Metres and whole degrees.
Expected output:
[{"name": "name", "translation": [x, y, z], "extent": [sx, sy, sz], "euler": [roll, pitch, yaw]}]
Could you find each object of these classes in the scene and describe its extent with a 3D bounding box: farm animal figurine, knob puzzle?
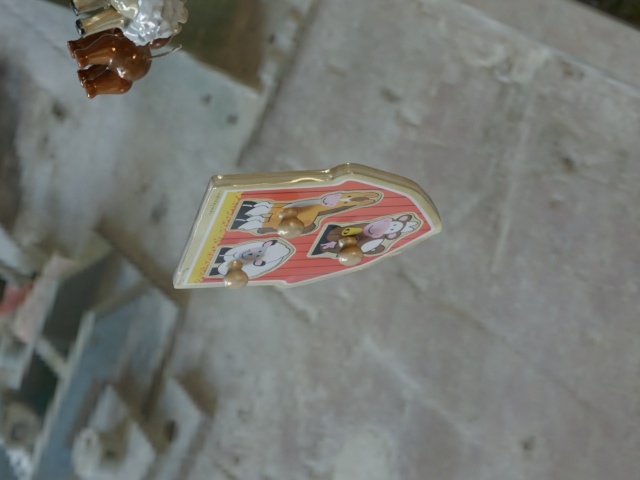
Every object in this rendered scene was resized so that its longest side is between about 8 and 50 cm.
[{"name": "farm animal figurine", "translation": [-0.192, -0.319, 1.613], "extent": [0.327, 0.172, 0.330], "euler": [133, 117, -80]}, {"name": "knob puzzle", "translation": [0.000, 0.000, 1.267], "extent": [0.213, 0.213, 0.030], "euler": [-34, 57, 41]}]
